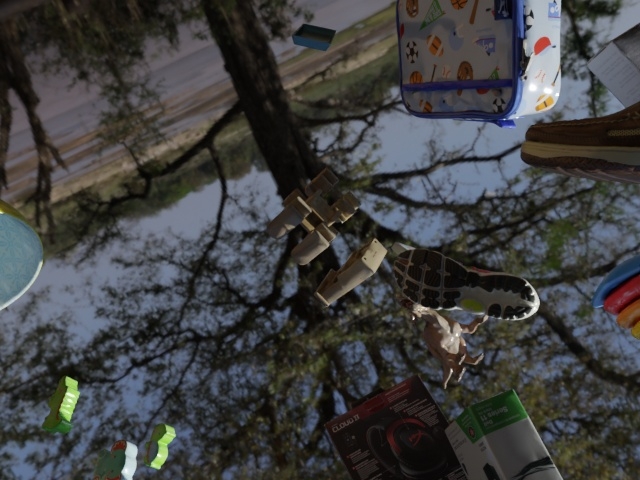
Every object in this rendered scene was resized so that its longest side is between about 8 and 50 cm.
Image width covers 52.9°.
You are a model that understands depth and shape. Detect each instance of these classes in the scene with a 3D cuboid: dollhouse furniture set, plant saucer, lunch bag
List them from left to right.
[{"bbox_3d":[-0.010,-0.361,1.139,0.067,0.018,0.192,12,-155,-1],"label":"plant saucer"},{"bbox_3d":[0.000,0.000,1.436,0.161,0.242,0.212,-39,-172,36],"label":"dollhouse furniture set"},{"bbox_3d":[0.237,-0.297,1.000,0.115,0.243,0.303,-10,-164,-26],"label":"lunch bag"}]

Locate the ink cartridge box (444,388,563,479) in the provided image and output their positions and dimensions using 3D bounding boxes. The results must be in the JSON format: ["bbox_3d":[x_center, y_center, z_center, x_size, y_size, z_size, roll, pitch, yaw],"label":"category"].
[{"bbox_3d":[0.293,0.361,1.003,0.087,0.208,0.153,-17,152,-16],"label":"ink cartridge box"}]

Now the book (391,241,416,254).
[{"bbox_3d":[0.226,0.045,1.522,0.035,0.096,0.144,-54,160,10],"label":"book"}]

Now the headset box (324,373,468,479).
[{"bbox_3d":[0.158,0.420,1.252,0.218,0.110,0.293,-27,-124,-8],"label":"headset box"}]

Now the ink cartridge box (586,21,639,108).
[{"bbox_3d":[0.619,-0.238,1.062,0.303,0.307,0.072,-34,170,-38],"label":"ink cartridge box"}]

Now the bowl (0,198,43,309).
[{"bbox_3d":[-0.665,0.002,1.145,0.289,0.156,0.289,-26,147,-19],"label":"bowl"}]

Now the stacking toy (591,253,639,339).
[{"bbox_3d":[0.706,0.183,1.298,0.175,0.302,0.166,-27,152,1],"label":"stacking toy"}]

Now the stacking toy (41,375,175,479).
[{"bbox_3d":[-0.215,0.268,0.654,0.052,0.167,0.221,-19,-130,22],"label":"stacking toy"}]

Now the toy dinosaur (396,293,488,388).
[{"bbox_3d":[0.287,0.226,1.570,0.200,0.296,0.127,28,-123,33],"label":"toy dinosaur"}]

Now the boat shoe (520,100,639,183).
[{"bbox_3d":[0.306,-0.096,0.546,0.257,0.095,0.095,8,-178,28],"label":"boat shoe"}]

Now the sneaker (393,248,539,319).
[{"bbox_3d":[0.274,0.092,1.229,0.279,0.107,0.118,18,-178,23],"label":"sneaker"}]
